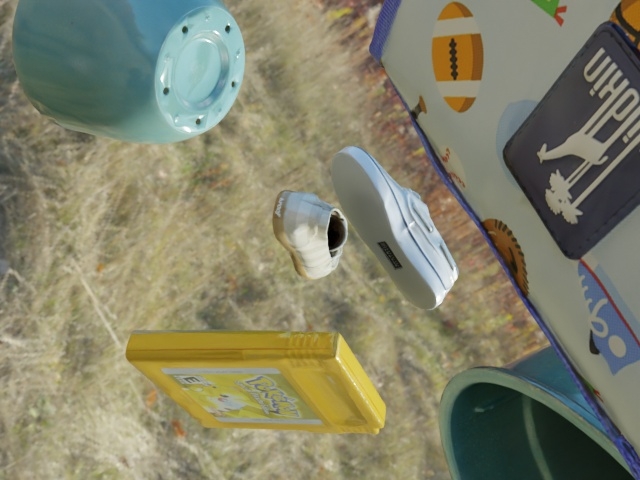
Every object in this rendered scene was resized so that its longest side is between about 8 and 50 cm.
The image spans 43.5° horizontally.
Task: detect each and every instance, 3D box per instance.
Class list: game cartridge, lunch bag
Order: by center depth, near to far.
[{"bbox_3d":[0.234,-0.098,0.354,0.239,0.385,0.328,13,44,-56],"label":"lunch bag"},{"bbox_3d":[-0.085,0.218,1.200,0.285,0.323,0.053,60,35,-51],"label":"game cartridge"}]

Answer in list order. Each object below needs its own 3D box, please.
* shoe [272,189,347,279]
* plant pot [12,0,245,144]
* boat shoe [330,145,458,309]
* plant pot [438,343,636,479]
[{"bbox_3d":[0.000,0.000,0.901,0.219,0.058,0.077,49,45,-73],"label":"shoe"},{"bbox_3d":[-0.255,-0.273,1.181,0.235,0.293,0.293,22,-9,29],"label":"plant pot"},{"bbox_3d":[0.105,-0.028,1.098,0.095,0.084,0.258,-1,-54,51],"label":"boat shoe"},{"bbox_3d":[0.333,0.178,0.653,0.341,0.334,0.341,52,-22,31],"label":"plant pot"}]
